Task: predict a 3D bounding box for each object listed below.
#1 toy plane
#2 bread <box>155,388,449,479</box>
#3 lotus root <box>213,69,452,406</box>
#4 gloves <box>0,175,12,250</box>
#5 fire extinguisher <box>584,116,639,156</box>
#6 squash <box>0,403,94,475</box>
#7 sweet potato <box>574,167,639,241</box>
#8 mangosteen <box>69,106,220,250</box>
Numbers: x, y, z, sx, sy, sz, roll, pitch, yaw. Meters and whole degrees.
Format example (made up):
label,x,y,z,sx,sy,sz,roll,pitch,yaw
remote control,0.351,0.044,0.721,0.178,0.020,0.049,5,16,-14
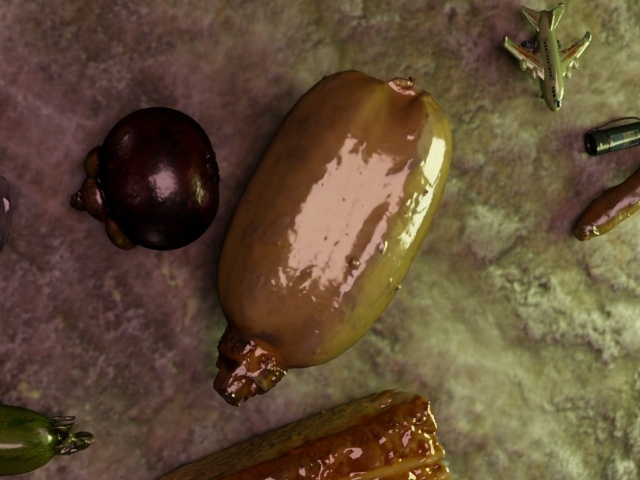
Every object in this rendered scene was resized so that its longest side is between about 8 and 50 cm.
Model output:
label,x,y,z,sx,sy,sz,roll,pitch,yaw
toy plane,0.232,-0.186,1.508,0.102,0.040,0.111,-5,93,-19
bread,-0.010,0.267,1.382,0.274,0.114,0.185,-18,96,-18
lotus root,0.000,0.000,1.368,0.169,0.151,0.343,28,85,-3
gloves,-0.388,0.012,1.231,0.119,0.142,0.285,38,42,24
fire extinguisher,0.316,-0.111,1.549,0.083,0.025,0.038,-13,71,-20
squash,-0.356,0.154,1.276,0.318,0.071,0.080,20,46,-16
sweet potato,0.380,-0.071,1.548,0.269,0.075,0.075,-25,98,-15
mangosteen,-0.158,-0.051,1.328,0.140,0.140,0.140,0,90,-20
